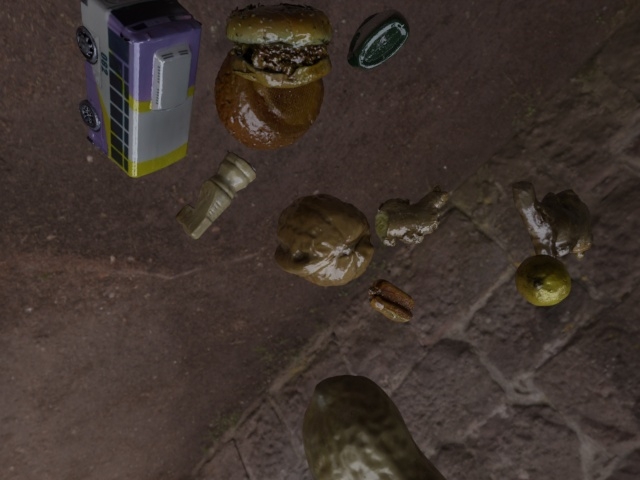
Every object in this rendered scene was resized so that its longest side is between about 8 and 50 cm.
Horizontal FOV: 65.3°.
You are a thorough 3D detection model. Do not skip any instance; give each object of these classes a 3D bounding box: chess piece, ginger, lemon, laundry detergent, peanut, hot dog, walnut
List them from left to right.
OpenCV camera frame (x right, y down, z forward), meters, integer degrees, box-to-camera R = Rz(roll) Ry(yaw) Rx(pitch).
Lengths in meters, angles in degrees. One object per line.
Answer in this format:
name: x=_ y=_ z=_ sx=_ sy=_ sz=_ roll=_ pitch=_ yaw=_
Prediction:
chess piece: x=-0.346 y=-0.143 z=1.633 sx=0.301 sy=0.137 sz=0.137 roll=-53 pitch=148 yaw=-13
walnut: x=0.000 y=0.000 z=1.207 sx=0.257 sy=0.257 sz=0.225 roll=-30 pitch=114 yaw=-6
laundry detergent: x=0.107 y=-0.417 z=1.030 sx=0.137 sy=0.211 sz=0.063 roll=-41 pitch=115 yaw=17
peanut: x=0.079 y=0.303 z=0.599 sx=0.143 sy=0.291 sz=0.159 roll=-31 pitch=155 yaw=-2
hot dog: x=0.191 y=0.166 z=1.374 sx=0.235 sy=0.062 sz=0.092 roll=36 pitch=63 yaw=-49
ginger: x=0.254 y=-0.060 z=1.353 sx=0.213 sy=0.138 sz=0.074 roll=-16 pitch=-173 yaw=-6
lemon: x=0.352 y=0.063 z=0.796 sx=0.082 sy=0.082 sz=0.110 roll=-41 pitch=172 yaw=10
ginger: x=0.486 y=-0.026 z=1.014 sx=0.080 sy=0.166 sz=0.333 roll=-9 pitch=172 yaw=42

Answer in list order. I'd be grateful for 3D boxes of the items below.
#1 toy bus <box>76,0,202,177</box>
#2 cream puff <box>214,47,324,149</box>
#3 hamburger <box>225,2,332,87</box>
toy bus: x=-0.451 y=-0.398 z=1.261 sx=0.209 sy=0.249 sz=0.440 roll=-35 pitch=159 yaw=-40
cream puff: x=-0.146 y=-0.384 z=1.312 sx=0.303 sy=0.212 sz=0.303 roll=-7 pitch=100 yaw=-43
hamburger: x=-0.065 y=-0.313 z=0.777 sx=0.185 sy=0.177 sz=0.113 roll=-58 pitch=146 yaw=-47
